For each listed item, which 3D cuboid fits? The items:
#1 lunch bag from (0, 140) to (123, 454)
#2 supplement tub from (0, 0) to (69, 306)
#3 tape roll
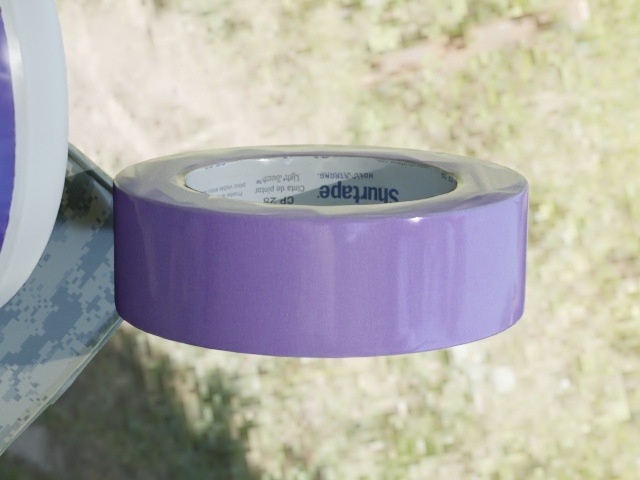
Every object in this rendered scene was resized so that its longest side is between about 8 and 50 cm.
[{"bbox_3d":[-0.314,0.017,1.401,0.256,0.305,0.212,35,-6,42],"label":"lunch bag"},{"bbox_3d":[-0.300,-0.054,0.792,0.331,0.241,0.241,-11,90,-36],"label":"supplement tub"},{"bbox_3d":[0.000,0.000,1.259,0.275,0.275,0.090,-55,146,-75],"label":"tape roll"}]
